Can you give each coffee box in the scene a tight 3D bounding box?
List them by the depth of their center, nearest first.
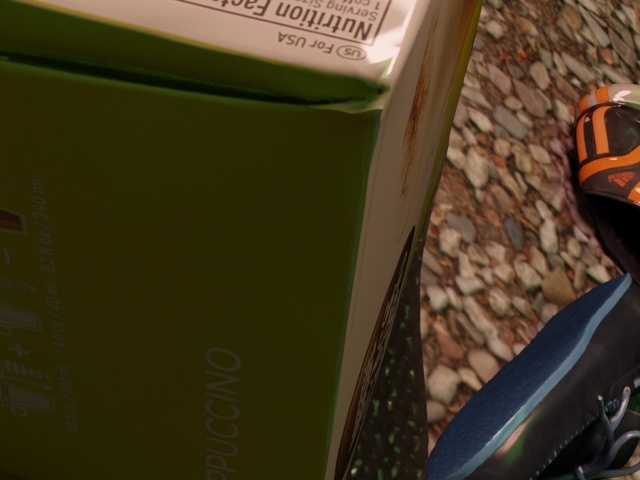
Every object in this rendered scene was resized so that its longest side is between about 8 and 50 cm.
[{"bbox_3d":[-0.104,-0.091,0.640,0.338,0.337,0.334,15,49,7],"label":"coffee box"}]

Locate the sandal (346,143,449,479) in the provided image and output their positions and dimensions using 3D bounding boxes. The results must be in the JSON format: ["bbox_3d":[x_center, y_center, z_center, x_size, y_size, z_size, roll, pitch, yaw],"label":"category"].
[{"bbox_3d":[-0.002,0.001,0.946,0.168,0.107,0.445,20,63,-30],"label":"sandal"}]

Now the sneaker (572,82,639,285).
[{"bbox_3d":[0.383,-0.017,1.266,0.321,0.124,0.180,19,54,-15],"label":"sneaker"}]

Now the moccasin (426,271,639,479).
[{"bbox_3d":[0.205,0.130,0.988,0.342,0.138,0.116,-33,90,-46],"label":"moccasin"}]
